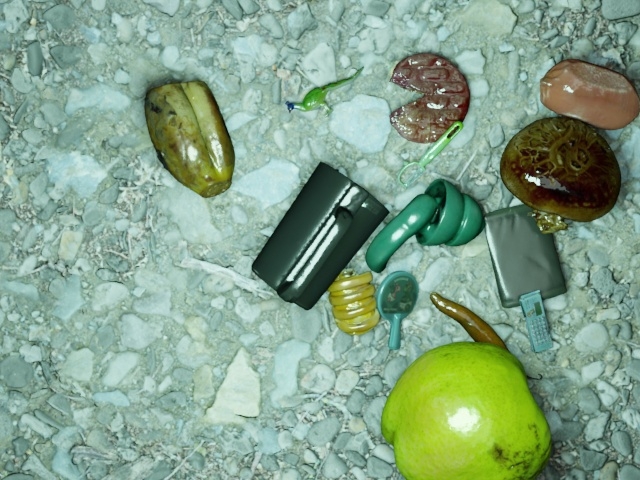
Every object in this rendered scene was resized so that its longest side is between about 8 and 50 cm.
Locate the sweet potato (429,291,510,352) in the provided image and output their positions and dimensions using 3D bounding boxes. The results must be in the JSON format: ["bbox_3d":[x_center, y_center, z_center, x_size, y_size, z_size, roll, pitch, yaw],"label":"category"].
[{"bbox_3d":[0.381,0.212,1.905,0.264,0.057,0.057,42,91,1],"label":"sweet potato"}]

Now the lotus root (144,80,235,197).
[{"bbox_3d":[-0.304,-0.240,1.802,0.193,0.193,0.291,-21,93,-1],"label":"lotus root"}]

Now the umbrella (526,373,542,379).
[{"bbox_3d":[0.483,0.341,1.932,0.148,0.022,0.022,3,116,5],"label":"umbrella"}]

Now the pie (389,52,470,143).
[{"bbox_3d":[0.261,-0.343,1.876,0.204,0.054,0.219,15,90,-2],"label":"pie"}]

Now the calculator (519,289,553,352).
[{"bbox_3d":[0.533,0.204,1.896,0.057,0.018,0.172,-20,114,-1],"label":"calculator"}]

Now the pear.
[{"bbox_3d":[0.324,0.422,1.768,0.390,0.391,0.391,0,93,-2],"label":"pear"}]

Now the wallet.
[{"bbox_3d":[0.504,0.034,1.903,0.168,0.052,0.245,-13,89,-2],"label":"wallet"}]

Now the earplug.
[{"bbox_3d":[0.258,-0.023,1.838,0.280,0.164,0.258,7,99,-13],"label":"earplug"}]

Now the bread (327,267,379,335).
[{"bbox_3d":[0.082,0.147,1.879,0.119,0.084,0.177,-14,97,0],"label":"bread"}]

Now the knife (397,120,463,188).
[{"bbox_3d":[0.262,-0.215,1.864,0.054,0.015,0.212,41,110,-11],"label":"knife"}]

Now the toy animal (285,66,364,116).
[{"bbox_3d":[0.025,-0.348,1.875,0.216,0.041,0.075,-26,92,-5],"label":"toy animal"}]

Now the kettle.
[{"bbox_3d":[0.008,0.006,1.780,0.203,0.262,0.308,36,90,-39],"label":"kettle"}]

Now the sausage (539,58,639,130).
[{"bbox_3d":[0.645,-0.354,1.843,0.254,0.148,0.148,11,92,-4],"label":"sausage"}]

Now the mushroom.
[{"bbox_3d":[0.572,-0.159,1.822,0.296,0.163,0.279,11,82,-4],"label":"mushroom"}]

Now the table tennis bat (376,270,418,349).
[{"bbox_3d":[0.187,0.173,1.892,0.124,0.033,0.201,-4,102,-31],"label":"table tennis bat"}]
